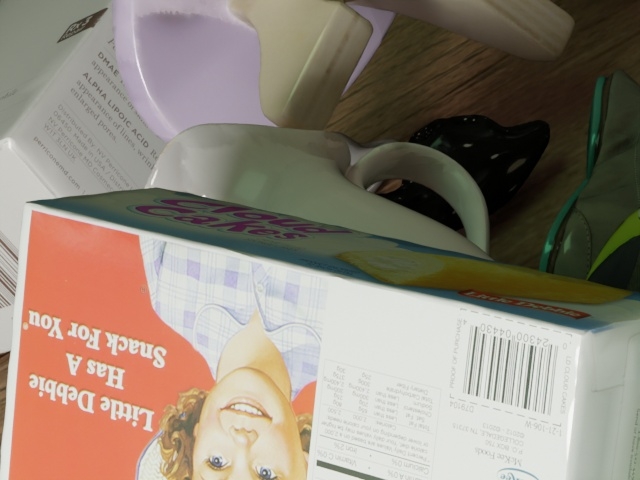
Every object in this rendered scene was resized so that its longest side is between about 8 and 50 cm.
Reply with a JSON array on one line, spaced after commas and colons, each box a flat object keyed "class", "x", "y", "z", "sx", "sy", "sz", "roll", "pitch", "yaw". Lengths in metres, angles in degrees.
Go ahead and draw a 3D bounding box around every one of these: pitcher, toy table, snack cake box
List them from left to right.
[{"class": "snack cake box", "x": 0.000, "y": 0.076, "z": 0.770, "sx": 0.264, "sy": 0.152, "sz": 0.089, "roll": 13, "pitch": 13, "yaw": 34}, {"class": "toy table", "x": 0.006, "y": -0.175, "z": 1.101, "sx": 0.161, "sy": 0.252, "sz": 0.274, "roll": 5, "pitch": 78, "yaw": 59}, {"class": "pitcher", "x": 0.038, "y": 0.029, "z": 0.912, "sx": 0.178, "sy": 0.125, "sz": 0.207, "roll": -14, "pitch": 47, "yaw": -32}]

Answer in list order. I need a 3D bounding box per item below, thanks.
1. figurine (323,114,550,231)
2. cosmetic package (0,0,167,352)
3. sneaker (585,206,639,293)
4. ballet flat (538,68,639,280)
[{"class": "figurine", "x": 0.000, "y": 0.000, "z": 1.102, "sx": 0.209, "sy": 0.092, "sz": 0.215, "roll": -43, "pitch": 24, "yaw": -28}, {"class": "cosmetic package", "x": -0.140, "y": -0.112, "z": 1.374, "sx": 0.217, "sy": 0.156, "sz": 0.385, "roll": -17, "pitch": 33, "yaw": 41}, {"class": "sneaker", "x": 0.194, "y": 0.049, "z": 0.731, "sx": 0.300, "sy": 0.111, "sz": 0.121, "roll": -3, "pitch": 49, "yaw": 57}, {"class": "ballet flat", "x": 0.152, "y": -0.019, "z": 0.949, "sx": 0.068, "sy": 0.072, "sz": 0.213, "roll": 7, "pitch": 29, "yaw": 13}]
